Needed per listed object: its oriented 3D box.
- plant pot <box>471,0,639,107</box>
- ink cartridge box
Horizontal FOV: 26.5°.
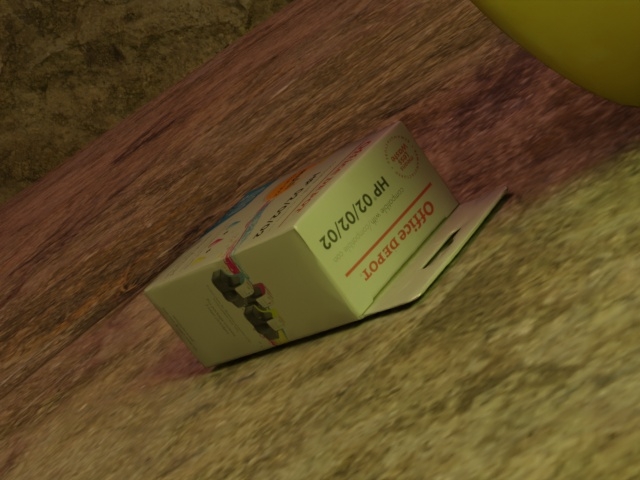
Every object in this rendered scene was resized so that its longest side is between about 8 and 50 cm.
[{"bbox_3d":[0.166,-0.225,0.584,0.239,0.254,0.254,-39,9,33],"label":"plant pot"},{"bbox_3d":[0.000,0.000,0.726,0.181,0.061,0.104,-22,19,49],"label":"ink cartridge box"}]
